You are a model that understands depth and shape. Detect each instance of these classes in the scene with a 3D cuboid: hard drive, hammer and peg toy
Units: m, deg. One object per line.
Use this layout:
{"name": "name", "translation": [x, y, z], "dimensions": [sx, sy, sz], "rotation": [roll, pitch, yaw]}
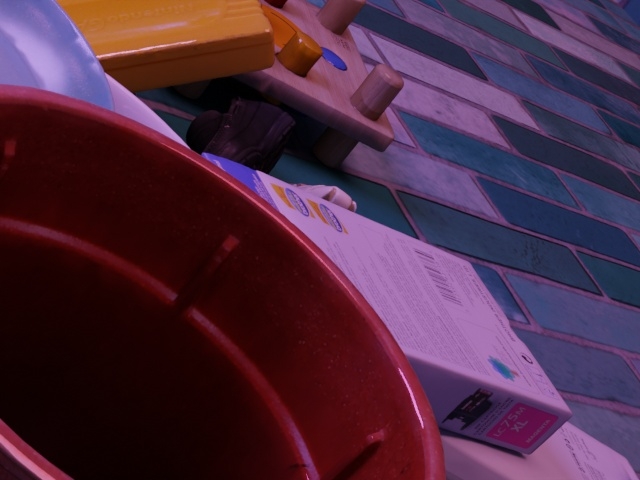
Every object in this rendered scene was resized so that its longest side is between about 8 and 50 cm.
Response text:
{"name": "hard drive", "translation": [0.162, 0.176, 1.150], "dimensions": [0.308, 0.040, 0.203], "rotation": [31, 16, -18]}
{"name": "hammer and peg toy", "translation": [-0.053, -0.250, 1.509], "dimensions": [0.266, 0.127, 0.361], "rotation": [25, 28, -29]}

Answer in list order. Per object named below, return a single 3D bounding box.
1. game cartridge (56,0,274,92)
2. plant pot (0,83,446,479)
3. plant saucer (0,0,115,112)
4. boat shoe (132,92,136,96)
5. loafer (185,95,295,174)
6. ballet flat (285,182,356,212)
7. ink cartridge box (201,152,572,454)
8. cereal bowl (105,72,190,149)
{"name": "game cartridge", "translation": [-0.212, -0.228, 1.157], "dimensions": [0.285, 0.052, 0.323], "rotation": [-11, 42, -11]}
{"name": "plant pot", "translation": [-0.133, 0.120, 0.601], "dimensions": [0.272, 0.265, 0.272], "rotation": [32, 25, -17]}
{"name": "plant saucer", "translation": [-0.263, -0.130, 0.774], "dimensions": [0.318, 0.043, 0.317], "rotation": [33, 24, -17]}
{"name": "boat shoe", "translation": [-0.193, -0.129, 1.196], "dimensions": [0.059, 0.063, 0.170], "rotation": [45, 34, 6]}
{"name": "loafer", "translation": [-0.090, -0.078, 1.242], "dimensions": [0.078, 0.076, 0.223], "rotation": [26, 25, 4]}
{"name": "ballet flat", "translation": [0.000, 0.000, 1.216], "dimensions": [0.077, 0.079, 0.221], "rotation": [28, 26, -27]}
{"name": "ink cartridge box", "translation": [0.042, 0.052, 1.036], "dimensions": [0.311, 0.065, 0.185], "rotation": [25, 25, -42]}
{"name": "cereal bowl", "translation": [-0.217, -0.007, 0.850], "dimensions": [0.339, 0.141, 0.339], "rotation": [32, 26, -17]}
